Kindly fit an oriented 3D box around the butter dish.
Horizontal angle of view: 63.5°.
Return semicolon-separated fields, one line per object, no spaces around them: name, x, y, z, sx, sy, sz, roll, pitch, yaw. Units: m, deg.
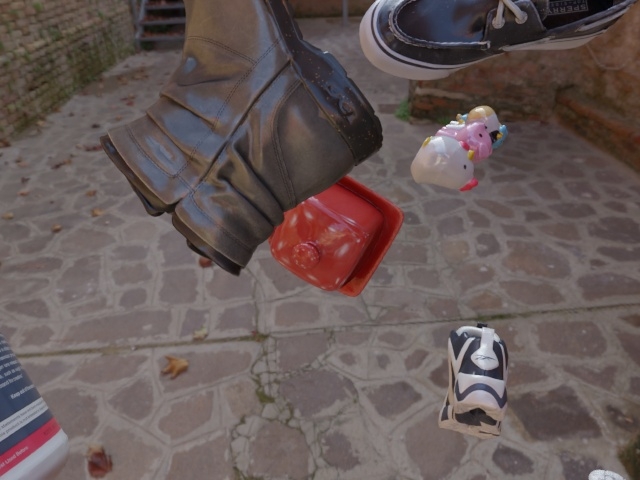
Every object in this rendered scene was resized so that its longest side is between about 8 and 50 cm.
butter dish;0.000;0.000;0.668;0.160;0.160;0.118;33;30;8

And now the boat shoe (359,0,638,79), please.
boat shoe;0.192;-0.241;0.536;0.301;0.108;0.102;-9;0;-11

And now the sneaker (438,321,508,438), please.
sneaker;0.241;0.212;0.807;0.094;0.235;0.153;7;60;18

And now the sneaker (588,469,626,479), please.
sneaker;0.679;0.574;1.150;0.158;0.065;0.061;18;43;33

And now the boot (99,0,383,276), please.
boot;-0.086;-0.108;0.349;0.161;0.246;0.083;-38;1;-7

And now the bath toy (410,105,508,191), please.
bath toy;0.302;-0.194;1.080;0.129;0.151;0.348;35;35;11

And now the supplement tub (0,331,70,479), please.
supplement tub;-0.341;0.113;0.387;0.191;0.272;0.191;-31;1;1
